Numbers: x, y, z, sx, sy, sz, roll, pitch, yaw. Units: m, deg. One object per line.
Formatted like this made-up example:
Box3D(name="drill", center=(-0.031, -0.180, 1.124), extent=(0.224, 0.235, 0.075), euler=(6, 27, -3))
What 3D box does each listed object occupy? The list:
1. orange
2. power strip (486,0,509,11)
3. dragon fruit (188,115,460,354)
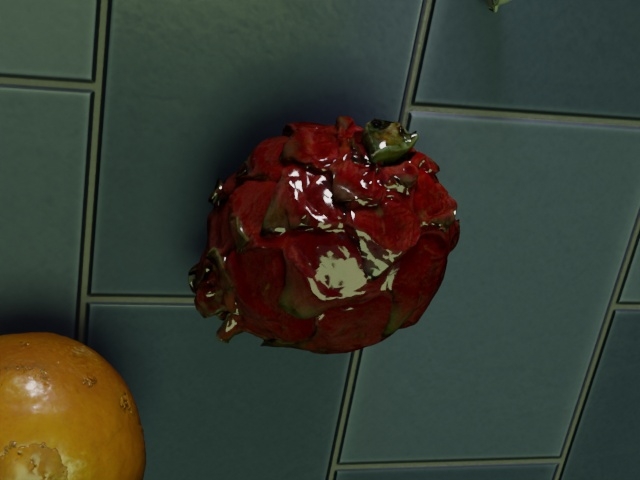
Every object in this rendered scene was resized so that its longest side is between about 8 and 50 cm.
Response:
Box3D(name="orange", center=(-0.303, 0.218, 1.139), extent=(0.246, 0.246, 0.246), euler=(-7, 120, -12))
Box3D(name="power strip", center=(0.170, -0.321, 1.086), extent=(0.030, 0.047, 0.191), euler=(-19, 122, -10))
Box3D(name="dragon fruit", center=(0.000, 0.000, 1.116), extent=(0.298, 0.244, 0.244), euler=(-21, 125, 23))
